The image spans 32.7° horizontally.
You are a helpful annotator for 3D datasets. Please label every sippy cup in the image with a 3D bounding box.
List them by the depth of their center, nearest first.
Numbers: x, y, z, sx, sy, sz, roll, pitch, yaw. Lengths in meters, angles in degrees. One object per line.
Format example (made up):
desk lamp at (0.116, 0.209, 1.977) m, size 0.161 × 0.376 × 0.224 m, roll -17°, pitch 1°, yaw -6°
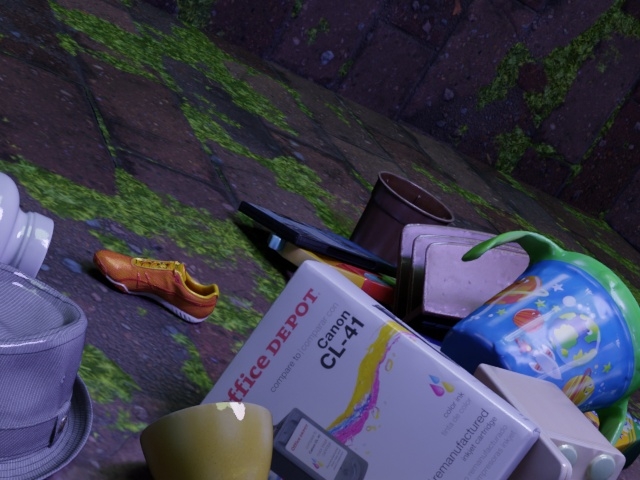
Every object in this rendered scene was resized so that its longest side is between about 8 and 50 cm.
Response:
sippy cup at (0.294, 0.158, 1.515) m, size 0.224 × 0.240 × 0.305 m, roll -22°, pitch 53°, yaw -31°

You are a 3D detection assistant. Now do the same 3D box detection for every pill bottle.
pill bottle at (-0.427, -0.031, 1.171) m, size 0.264 × 0.146 × 0.146 m, roll 24°, pitch 19°, yaw -24°

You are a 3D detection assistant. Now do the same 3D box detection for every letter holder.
letter holder at (0.287, 0.065, 1.771) m, size 0.302 × 0.214 × 0.152 m, roll 12°, pitch -22°, yaw -12°

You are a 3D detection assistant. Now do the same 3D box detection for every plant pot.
plant pot at (-0.105, 0.229, 1.075) m, size 0.134 × 0.134 × 0.095 m, roll 16°, pitch 50°, yaw -42°
plant pot at (0.139, -0.018, 2.064) m, size 0.167 × 0.165 × 0.167 m, roll 28°, pitch 18°, yaw -10°

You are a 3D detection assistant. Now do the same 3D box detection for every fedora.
fedora at (-0.314, 0.104, 1.031) m, size 0.244 × 0.124 × 0.275 m, roll 34°, pitch 17°, yaw 8°

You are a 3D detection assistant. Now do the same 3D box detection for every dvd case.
dvd case at (0.000, 0.000, 1.896) m, size 0.253 × 0.022 × 0.180 m, roll 20°, pitch 7°, yaw -41°

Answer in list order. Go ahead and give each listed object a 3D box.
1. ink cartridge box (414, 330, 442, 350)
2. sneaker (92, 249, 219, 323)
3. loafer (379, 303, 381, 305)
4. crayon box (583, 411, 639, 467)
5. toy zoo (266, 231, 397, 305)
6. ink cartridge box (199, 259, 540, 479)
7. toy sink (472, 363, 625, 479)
ink cartridge box at (0.206, 0.216, 1.607) m, size 0.223 × 0.045 × 0.224 m, roll 22°, pitch 35°, yaw -9°
sneaker at (-0.217, 0.046, 1.451) m, size 0.175 × 0.067 × 0.064 m, roll 24°, pitch 21°, yaw -19°
loafer at (0.046, 0.106, 1.797) m, size 0.125 × 0.039 × 0.045 m, roll 23°, pitch -14°, yaw -35°
crayon box at (0.399, 0.295, 1.790) m, size 0.203 × 0.083 × 0.323 m, roll 41°, pitch 20°, yaw 28°
toy zoo at (0.034, 0.049, 1.854) m, size 0.293 × 0.030 × 0.192 m, roll 21°, pitch 7°, yaw -33°
ink cartridge box at (0.050, 0.200, 1.188) m, size 0.306 × 0.226 × 0.131 m, roll 36°, pitch 2°, yaw 16°
toy sink at (0.254, 0.277, 1.293) m, size 0.131 × 0.152 × 0.234 m, roll 17°, pitch 15°, yaw -22°
